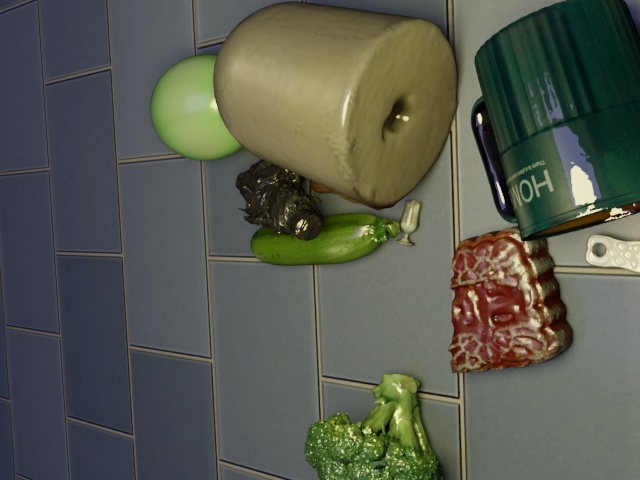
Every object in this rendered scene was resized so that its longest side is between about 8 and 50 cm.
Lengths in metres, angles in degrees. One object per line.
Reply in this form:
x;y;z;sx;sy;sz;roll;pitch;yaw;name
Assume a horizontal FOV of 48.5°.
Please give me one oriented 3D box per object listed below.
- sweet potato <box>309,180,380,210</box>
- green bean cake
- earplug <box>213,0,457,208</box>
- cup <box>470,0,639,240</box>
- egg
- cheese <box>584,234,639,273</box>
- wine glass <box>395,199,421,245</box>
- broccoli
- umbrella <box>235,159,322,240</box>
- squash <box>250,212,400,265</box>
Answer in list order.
0.045;-0.107;1.405;0.182;0.054;0.053;20;97;38;sweet potato
0.299;0.101;1.192;0.198;0.097;0.233;-13;86;39;green bean cake
-0.002;-0.258;1.267;0.394;0.312;0.313;23;108;37;earplug
0.372;-0.167;1.053;0.242;0.308;0.292;-16;83;6;cup
-0.237;-0.282;1.505;0.269;0.220;0.221;-9;89;35;egg
0.518;0.051;1.029;0.248;0.070;0.164;-14;84;38;cheese
0.166;-0.033;1.322;0.038;0.042;0.083;14;102;7;wine glass
0.112;0.375;1.296;0.270;0.270;0.270;6;68;38;broccoli
-0.060;-0.080;1.393;0.154;0.128;0.336;-45;30;-13;umbrella
0.000;0.000;1.421;0.378;0.101;0.101;-9;89;40;squash
